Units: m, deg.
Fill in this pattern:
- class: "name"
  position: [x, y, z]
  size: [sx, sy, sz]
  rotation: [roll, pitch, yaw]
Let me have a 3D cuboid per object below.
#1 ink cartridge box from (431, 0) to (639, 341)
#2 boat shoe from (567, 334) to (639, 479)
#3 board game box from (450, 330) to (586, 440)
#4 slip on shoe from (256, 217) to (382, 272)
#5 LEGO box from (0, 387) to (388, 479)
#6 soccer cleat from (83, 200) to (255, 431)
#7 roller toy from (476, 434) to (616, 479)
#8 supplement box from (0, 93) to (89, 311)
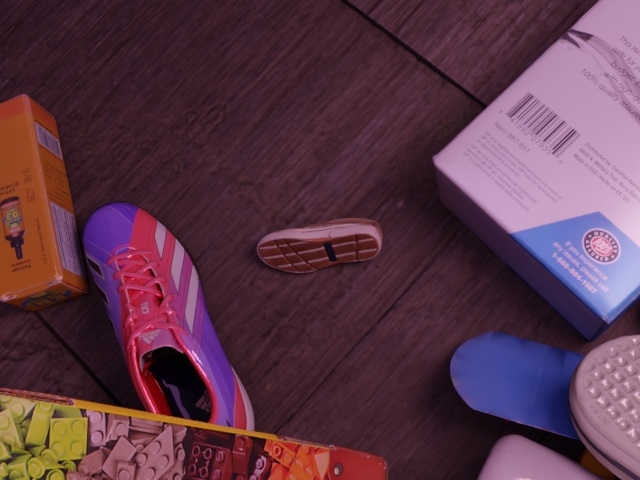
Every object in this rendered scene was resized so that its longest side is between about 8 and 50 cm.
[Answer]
- class: "ink cartridge box"
  position: [0.297, -0.090, 0.872]
  size: [0.307, 0.129, 0.223]
  rotation: [-43, 71, -3]
- class: "boat shoe"
  position: [0.434, 0.232, 0.723]
  size: [0.500, 0.156, 0.187]
  rotation: [22, 50, 9]
- class: "board game box"
  position: [0.205, 0.147, 0.847]
  size: [0.168, 0.133, 0.033]
  rotation: [14, 120, 16]
- class: "slip on shoe"
  position: [0.000, 0.000, 0.952]
  size: [0.135, 0.051, 0.041]
  rotation: [-9, 33, 16]
- class: "LEGO box"
  position: [-0.261, 0.215, 0.657]
  size: [0.500, 0.372, 0.193]
  rotation: [-7, 69, 45]
- class: "soccer cleat"
  position: [-0.168, 0.083, 0.919]
  size: [0.108, 0.116, 0.318]
  rotation: [-29, 71, 2]
- class: "roller toy"
  position: [0.185, 0.277, 0.759]
  size: [0.146, 0.209, 0.191]
  rotation: [23, 113, 17]
- class: "supplement box"
  position: [-0.330, -0.042, 1.008]
  size: [0.078, 0.080, 0.233]
  rotation: [-18, 70, 6]
